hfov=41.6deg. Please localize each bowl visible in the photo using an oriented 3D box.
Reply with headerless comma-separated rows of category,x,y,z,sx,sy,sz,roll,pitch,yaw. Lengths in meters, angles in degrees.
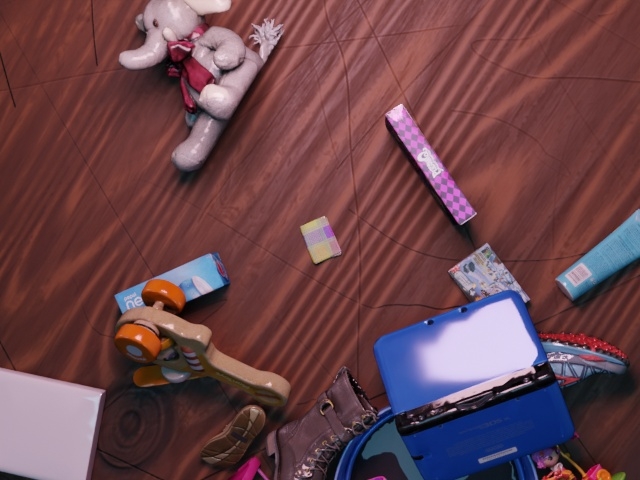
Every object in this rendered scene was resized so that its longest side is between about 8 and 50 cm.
bowl,0.219,0.488,1.619,0.392,0.077,0.390,0,91,6

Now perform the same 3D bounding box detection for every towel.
towel,0.000,0.000,1.661,0.060,0.009,0.083,-24,88,7

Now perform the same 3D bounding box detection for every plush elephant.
plush elephant,-0.242,-0.346,1.557,0.255,0.272,0.329,31,65,-9

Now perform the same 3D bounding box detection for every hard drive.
hard drive,-0.604,0.374,1.716,0.308,0.040,0.202,11,93,5

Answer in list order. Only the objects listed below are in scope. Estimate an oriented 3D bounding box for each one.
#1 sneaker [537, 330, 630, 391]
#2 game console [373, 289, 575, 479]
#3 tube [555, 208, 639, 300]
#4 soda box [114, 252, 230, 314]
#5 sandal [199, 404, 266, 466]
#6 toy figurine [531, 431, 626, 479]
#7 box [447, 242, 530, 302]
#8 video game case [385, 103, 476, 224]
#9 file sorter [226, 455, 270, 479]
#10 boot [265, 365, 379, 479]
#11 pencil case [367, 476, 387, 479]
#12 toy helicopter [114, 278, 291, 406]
sneaker,0.442,0.238,1.591,0.262,0.104,0.125,4,102,14
game console,0.280,0.273,1.550,0.293,0.173,0.250,-21,120,10
tube,0.542,0.033,1.591,0.207,0.052,0.080,-36,93,0
soda box,-0.290,0.096,1.664,0.210,0.067,0.071,-24,89,6
sandal,-0.167,0.382,1.665,0.072,0.049,0.180,36,111,-10
toy figurine,0.451,0.423,1.570,0.173,0.130,0.159,-29,73,-31
box,0.323,0.086,1.622,0.094,0.027,0.137,-37,88,4
video game case,0.197,-0.132,1.538,0.042,0.210,0.232,-34,87,6
file sorter,-0.190,0.595,1.601,0.291,0.202,0.182,-41,89,5
boot,0.016,0.384,1.570,0.229,0.091,0.263,-39,44,13
pencil case,0.130,0.554,1.543,0.104,0.104,0.236,-29,89,6
toy helicopter,-0.227,0.237,1.611,0.355,0.235,0.140,25,52,-3
